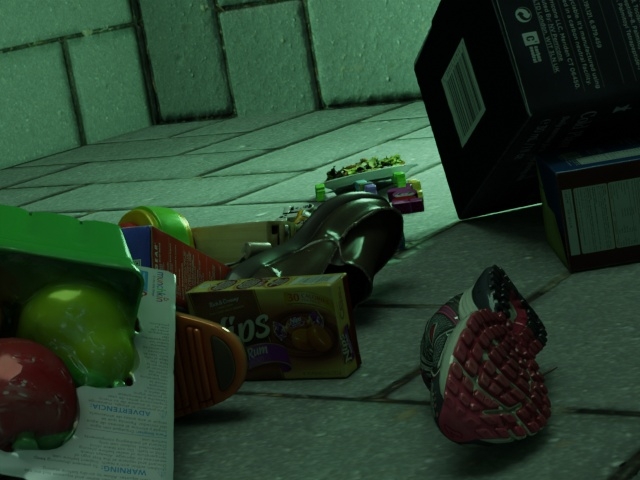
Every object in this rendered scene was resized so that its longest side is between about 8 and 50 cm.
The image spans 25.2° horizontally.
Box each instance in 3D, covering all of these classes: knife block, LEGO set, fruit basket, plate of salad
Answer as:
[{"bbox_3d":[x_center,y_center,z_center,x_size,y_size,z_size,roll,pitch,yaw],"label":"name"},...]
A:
[{"bbox_3d":[-0.144,0.025,1.981,0.242,0.088,0.276,-3,-2,8],"label":"knife block"},{"bbox_3d":[0.053,-0.029,2.195,0.227,0.087,0.093,-7,27,10],"label":"LEGO set"},{"bbox_3d":[-0.296,0.119,1.333,0.327,0.165,0.353,9,42,-13],"label":"fruit basket"},{"bbox_3d":[0.087,-0.133,2.722,0.200,0.048,0.200,-11,-1,0],"label":"plate of salad"}]

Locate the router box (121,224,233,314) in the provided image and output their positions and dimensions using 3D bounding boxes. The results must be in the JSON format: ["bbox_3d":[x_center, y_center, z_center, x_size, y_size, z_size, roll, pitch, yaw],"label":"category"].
[{"bbox_3d":[-0.298,0.068,1.734,0.335,0.082,0.301,-6,-14,16],"label":"router box"}]

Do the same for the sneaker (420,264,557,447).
[{"bbox_3d":[0.146,0.126,1.350,0.112,0.121,0.299,-37,4,18],"label":"sneaker"}]

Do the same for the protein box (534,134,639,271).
[{"bbox_3d":[0.409,-0.058,1.925,0.201,0.136,0.200,-9,11,2],"label":"protein box"}]

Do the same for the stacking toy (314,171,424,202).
[{"bbox_3d":[0.083,-0.079,2.543,0.167,0.052,0.221,-9,9,-6],"label":"stacking toy"}]

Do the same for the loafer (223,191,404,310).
[{"bbox_3d":[0.014,0.053,1.803,0.130,0.134,0.366,20,34,26],"label":"loafer"}]

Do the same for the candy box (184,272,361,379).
[{"bbox_3d":[-0.054,0.098,1.608,0.187,0.109,0.053,-4,13,25],"label":"candy box"}]

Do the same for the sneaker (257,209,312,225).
[{"bbox_3d":[0.000,0.000,2.093,0.225,0.092,0.088,-8,11,6],"label":"sneaker"}]

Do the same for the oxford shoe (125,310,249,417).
[{"bbox_3d":[-0.211,0.123,1.588,0.364,0.130,0.133,-2,8,35],"label":"oxford shoe"}]

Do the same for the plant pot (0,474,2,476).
[{"bbox_3d":[-0.374,0.195,1.429,0.096,0.109,0.109,-16,6,35],"label":"plant pot"}]

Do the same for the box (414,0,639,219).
[{"bbox_3d":[0.436,-0.272,2.157,0.472,0.297,0.480,-13,-14,-10],"label":"box"}]

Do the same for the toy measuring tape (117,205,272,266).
[{"bbox_3d":[-0.188,-0.002,1.904,0.121,0.121,0.330,-20,4,-43],"label":"toy measuring tape"}]
